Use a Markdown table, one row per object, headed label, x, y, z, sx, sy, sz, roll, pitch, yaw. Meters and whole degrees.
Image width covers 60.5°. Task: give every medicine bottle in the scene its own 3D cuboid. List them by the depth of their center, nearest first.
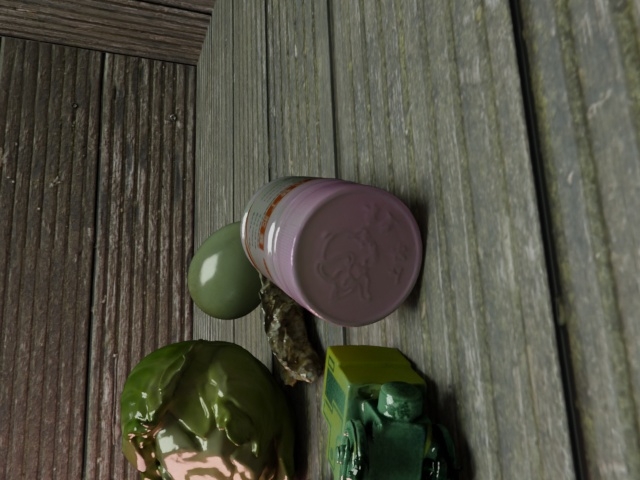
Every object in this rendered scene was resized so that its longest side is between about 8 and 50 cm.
| label | x | y | z | sx | sy | sz | roll | pitch | yaw |
| --- | --- | --- | --- | --- | --- | --- | --- | --- | --- |
| medicine bottle | 0.000 | 0.000 | 0.876 | 0.316 | 0.202 | 0.202 | -160 | 73 | -68 |

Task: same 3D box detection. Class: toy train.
| label | x | y | z | sx | sy | sz | roll | pitch | yaw |
| --- | --- | --- | --- | --- | --- | --- | --- | --- | --- |
| toy train | 0.069 | 0.348 | 0.743 | 0.237 | 0.150 | 0.369 | -141 | 56 | -75 |

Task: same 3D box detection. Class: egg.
| label | x | y | z | sx | sy | sz | roll | pitch | yaw |
| --- | --- | --- | --- | --- | --- | --- | --- | --- | --- |
| egg | -0.232 | 0.074 | 1.455 | 0.295 | 0.218 | 0.218 | -64 | 29 | 29 |

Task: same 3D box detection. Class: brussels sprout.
| label | x | y | z | sx | sy | sz | roll | pitch | yaw |
| --- | --- | --- | --- | --- | --- | --- | --- | --- | --- |
| brussels sprout | -0.238 | 0.408 | 1.272 | 0.342 | 0.425 | 0.361 | -28 | 22 | 18 |

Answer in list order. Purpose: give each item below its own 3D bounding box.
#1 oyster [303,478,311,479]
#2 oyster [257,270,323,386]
| label | x | y | z | sx | sy | sz | roll | pitch | yaw |
| --- | --- | --- | --- | --- | --- | --- | --- | --- | --- |
| oyster | -0.010 | 0.547 | 1.001 | 0.223 | 0.083 | 0.214 | -137 | 49 | -57 |
| oyster | -0.069 | 0.202 | 1.208 | 0.396 | 0.111 | 0.204 | -112 | 15 | -47 |
